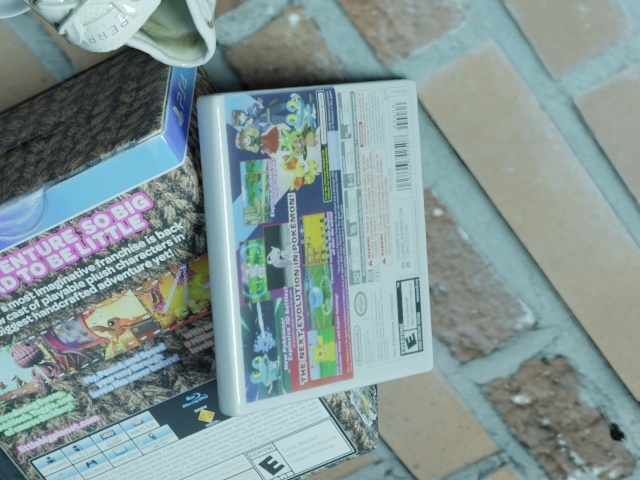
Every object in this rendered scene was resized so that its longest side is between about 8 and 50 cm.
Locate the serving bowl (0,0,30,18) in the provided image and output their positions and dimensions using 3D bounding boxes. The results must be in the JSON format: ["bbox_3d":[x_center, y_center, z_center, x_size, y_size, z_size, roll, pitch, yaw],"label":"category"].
[{"bbox_3d":[-0.212,-0.186,1.237,0.083,0.027,0.083,1,124,1],"label":"serving bowl"}]

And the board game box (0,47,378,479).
[{"bbox_3d":[-0.127,0.044,1.321,0.232,0.141,0.291,-24,120,16],"label":"board game box"}]

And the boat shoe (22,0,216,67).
[{"bbox_3d":[-0.128,-0.159,1.118,0.098,0.096,0.277,-21,166,23],"label":"boat shoe"}]

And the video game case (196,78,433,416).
[{"bbox_3d":[0.000,0.000,1.244,0.023,0.183,0.201,2,98,46],"label":"video game case"}]
